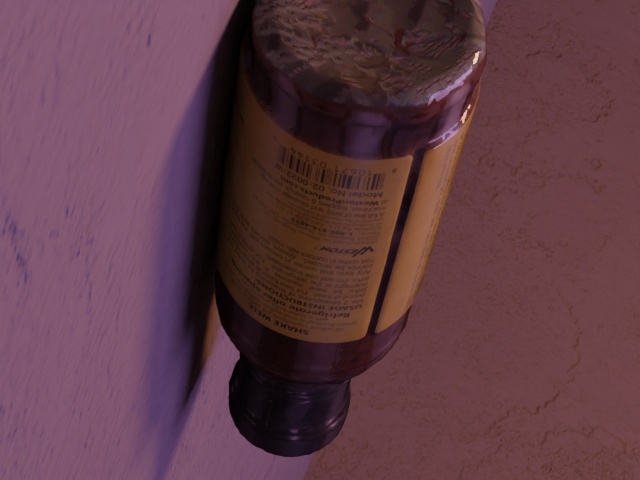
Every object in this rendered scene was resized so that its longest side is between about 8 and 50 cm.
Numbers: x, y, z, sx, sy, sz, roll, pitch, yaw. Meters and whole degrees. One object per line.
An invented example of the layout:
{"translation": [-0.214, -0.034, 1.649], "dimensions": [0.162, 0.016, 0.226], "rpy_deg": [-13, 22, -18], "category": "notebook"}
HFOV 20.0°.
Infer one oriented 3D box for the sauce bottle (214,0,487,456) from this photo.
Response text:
{"translation": [0.000, 0.000, 0.911], "dimensions": [0.344, 0.111, 0.111], "rpy_deg": [104, 8, -53], "category": "sauce bottle"}
